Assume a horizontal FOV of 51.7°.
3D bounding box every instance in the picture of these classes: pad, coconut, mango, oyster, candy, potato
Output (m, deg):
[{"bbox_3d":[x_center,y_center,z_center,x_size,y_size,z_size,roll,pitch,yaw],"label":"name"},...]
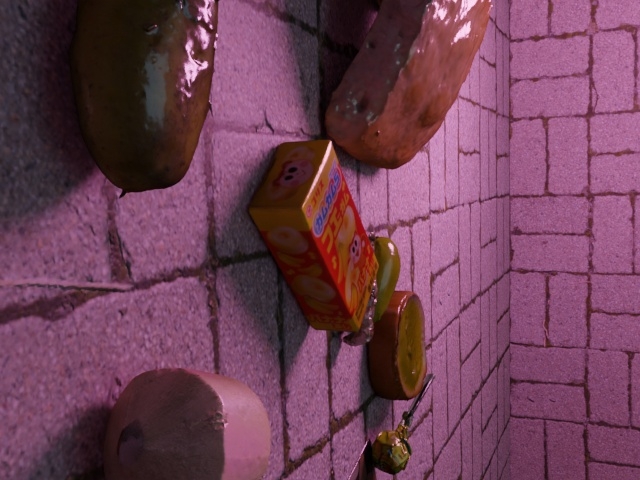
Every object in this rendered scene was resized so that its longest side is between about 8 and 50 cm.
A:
[{"bbox_3d":[0.085,0.523,1.277,0.158,0.003,0.235,-46,132,-56],"label":"pad"},{"bbox_3d":[-0.132,0.194,0.630,0.152,0.147,0.147,33,61,-65],"label":"coconut"},{"bbox_3d":[0.109,0.073,1.230,0.091,0.074,0.165,23,70,-66],"label":"mango"},{"bbox_3d":[0.079,0.076,1.153,0.106,0.061,0.200,-22,109,-41],"label":"oyster"},{"bbox_3d":[0.180,0.363,1.352,0.262,0.073,0.077,-48,130,-43],"label":"candy"},{"bbox_3d":[0.000,0.000,0.974,0.146,0.087,0.276,-67,146,-38],"label":"candy"},{"bbox_3d":[-0.159,-0.161,0.597,0.149,0.113,0.252,8,92,-73],"label":"potato"}]

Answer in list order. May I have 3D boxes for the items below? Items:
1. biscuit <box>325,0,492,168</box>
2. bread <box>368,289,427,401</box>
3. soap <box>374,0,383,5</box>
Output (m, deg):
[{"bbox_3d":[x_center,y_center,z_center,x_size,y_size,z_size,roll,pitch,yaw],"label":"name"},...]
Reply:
[{"bbox_3d":[0.188,-0.315,1.197,0.430,0.104,0.446,-62,158,0],"label":"biscuit"},{"bbox_3d":[0.163,0.216,1.359,0.236,0.069,0.236,-1,90,-66],"label":"bread"},{"bbox_3d":[0.150,-0.593,1.206,0.335,0.156,0.294,-1,90,-65],"label":"soap"}]
